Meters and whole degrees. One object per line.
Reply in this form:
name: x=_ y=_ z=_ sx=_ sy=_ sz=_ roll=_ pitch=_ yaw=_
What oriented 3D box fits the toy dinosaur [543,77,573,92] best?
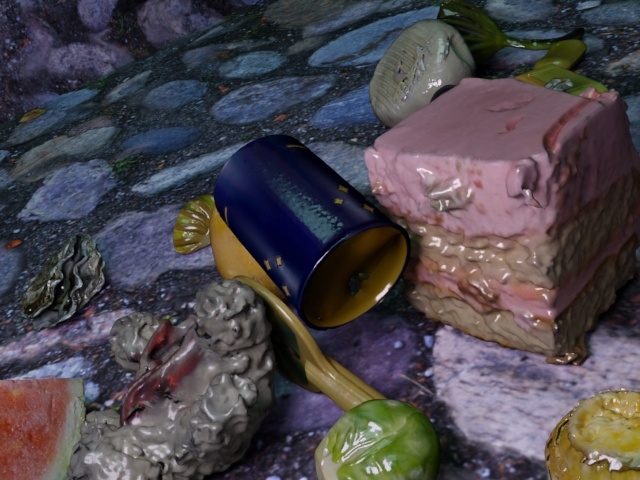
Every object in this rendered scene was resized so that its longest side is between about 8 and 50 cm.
toy dinosaur: x=0.280 y=-0.176 z=1.480 sx=0.393 sy=0.092 sz=0.205 roll=-7 pitch=66 yaw=49

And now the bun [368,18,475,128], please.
bun: x=0.231 y=-0.354 z=1.798 sx=0.273 sy=0.168 sz=0.272 roll=-32 pitch=46 yaw=40

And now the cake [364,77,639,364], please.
cake: x=0.262 y=-0.046 z=1.136 sx=0.314 sy=0.306 sz=0.293 roll=11 pitch=42 yaw=44

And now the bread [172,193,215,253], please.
bread: x=-0.249 y=-0.047 z=1.705 sx=0.083 sy=0.094 sz=0.157 roll=6 pitch=32 yaw=47

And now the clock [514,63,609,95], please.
clock: x=0.444 y=-0.233 z=1.486 sx=0.096 sy=0.143 sz=0.202 roll=-20 pitch=29 yaw=-10

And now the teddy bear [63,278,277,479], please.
teddy bear: x=-0.229 y=0.251 z=1.083 sx=0.357 sy=0.224 sz=0.367 roll=-18 pitch=25 yaw=48

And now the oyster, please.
oyster: x=-0.525 y=0.077 z=1.686 sx=0.199 sy=0.112 sz=0.267 roll=-29 pitch=30 yaw=34

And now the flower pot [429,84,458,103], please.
flower pot: x=0.306 y=-0.248 z=1.612 sx=0.107 sy=0.157 sz=0.157 roll=-27 pitch=27 yaw=-35

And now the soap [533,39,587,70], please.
soap: x=0.539 y=-0.408 z=1.811 sx=0.089 sy=0.045 sz=0.140 roll=11 pitch=43 yaw=41

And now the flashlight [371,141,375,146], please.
flashlight: x=0.129 y=-0.168 z=1.688 sx=0.051 sy=0.051 sz=0.129 roll=-16 pitch=32 yaw=12

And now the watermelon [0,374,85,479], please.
watermelon: x=-0.477 y=0.299 z=1.173 sx=0.193 sy=0.232 sz=0.310 roll=-39 pitch=23 yaw=56

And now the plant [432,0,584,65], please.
plant: x=0.416 y=-0.497 z=1.899 sx=0.334 sy=0.180 sz=0.251 roll=0 pitch=33 yaw=35

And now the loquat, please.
loquat: x=-0.077 y=-0.003 z=1.370 sx=0.235 sy=0.235 sz=0.235 roll=-17 pitch=30 yaw=10

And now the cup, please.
cup: x=-0.018 y=0.006 z=1.155 sx=0.179 sy=0.254 sz=0.256 roll=-28 pitch=50 yaw=-20

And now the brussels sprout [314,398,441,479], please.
brussels sprout: x=0.067 y=0.254 z=0.963 sx=0.155 sy=0.117 sz=0.155 roll=-8 pitch=31 yaw=5

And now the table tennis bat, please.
table tennis bat: x=-0.021 y=0.160 z=1.132 sx=0.050 sy=0.198 sz=0.321 roll=-39 pitch=55 yaw=-24

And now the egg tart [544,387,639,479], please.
egg tart: x=0.332 y=0.224 z=0.881 sx=0.191 sy=0.074 sz=0.191 roll=-19 pitch=27 yaw=10
